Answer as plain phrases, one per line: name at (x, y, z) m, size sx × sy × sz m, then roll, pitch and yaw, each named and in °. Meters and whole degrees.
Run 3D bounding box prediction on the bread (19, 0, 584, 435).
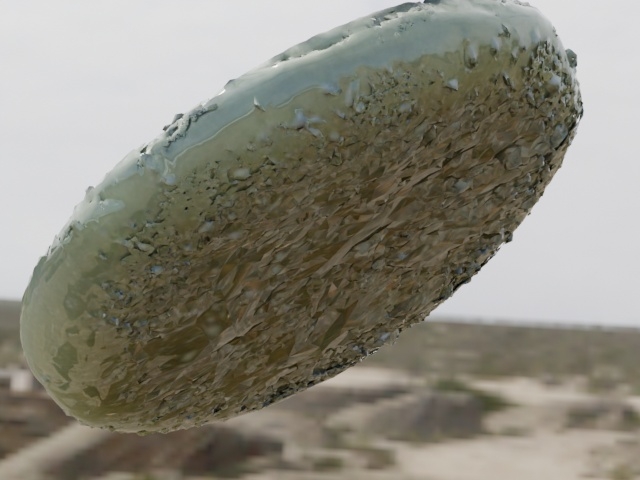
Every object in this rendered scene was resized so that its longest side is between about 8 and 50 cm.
bread at (0.000, 0.000, 0.788) m, size 0.267 × 0.040 × 0.267 m, roll -27°, pitch -23°, yaw -13°
